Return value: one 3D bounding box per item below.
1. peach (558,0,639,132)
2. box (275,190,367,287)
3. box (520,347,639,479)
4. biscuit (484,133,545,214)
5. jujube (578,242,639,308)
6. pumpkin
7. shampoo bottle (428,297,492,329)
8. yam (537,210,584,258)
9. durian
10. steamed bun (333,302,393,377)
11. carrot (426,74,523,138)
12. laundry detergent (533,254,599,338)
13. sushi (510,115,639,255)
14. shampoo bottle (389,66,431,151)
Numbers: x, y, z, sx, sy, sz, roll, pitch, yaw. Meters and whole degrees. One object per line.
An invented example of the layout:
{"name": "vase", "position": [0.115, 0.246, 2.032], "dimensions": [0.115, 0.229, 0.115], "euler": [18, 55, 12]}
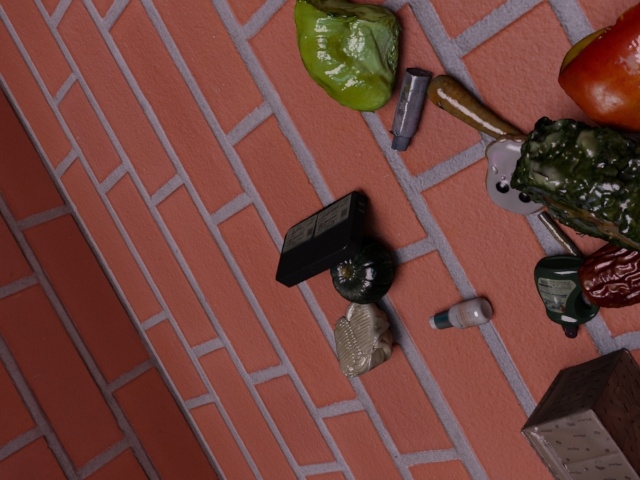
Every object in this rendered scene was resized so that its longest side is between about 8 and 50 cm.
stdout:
{"name": "peach", "position": [0.639, -0.333, 1.109], "dimensions": [0.380, 0.306, 0.242], "euler": [-30, 83, 40]}
{"name": "box", "position": [0.000, 0.000, 1.884], "dimensions": [0.058, 0.211, 0.350], "euler": [31, 143, -27]}
{"name": "box", "position": [0.654, 0.431, 1.459], "dimensions": [0.225, 0.297, 0.190], "euler": [55, 134, 5]}
{"name": "biscuit", "position": [0.472, -0.146, 1.481], "dimensions": [0.181, 0.049, 0.208], "euler": [16, 130, 28]}
{"name": "jujube", "position": [0.672, 0.056, 1.342], "dimensions": [0.230, 0.155, 0.155], "euler": [-29, 90, 29]}
{"name": "pumpkin", "position": [0.118, 0.087, 1.850], "dimensions": [0.212, 0.152, 0.211], "euler": [14, 114, 33]}
{"name": "shampoo bottle", "position": [0.381, 0.211, 1.741], "dimensions": [0.192, 0.074, 0.074], "euler": [-23, 95, 45]}
{"name": "yam", "position": [0.602, 0.023, 1.494], "dimensions": [0.234, 0.027, 0.029], "euler": [50, 153, 10]}
{"name": "durian", "position": [0.068, -0.483, 1.585], "dimensions": [0.256, 0.204, 0.339], "euler": [8, 117, 25]}
{"name": "steamed bun", "position": [0.150, 0.301, 1.941], "dimensions": [0.211, 0.144, 0.218], "euler": [-46, 48, 35]}
{"name": "carrot", "position": [0.384, -0.296, 1.501], "dimensions": [0.298, 0.078, 0.078], "euler": [38, 131, 15]}
{"name": "laundry detergent", "position": [0.601, 0.144, 1.509], "dimensions": [0.144, 0.078, 0.221], "euler": [-2, 119, 41]}
{"name": "sushi", "position": [0.552, -0.110, 1.240], "dimensions": [0.178, 0.294, 0.352], "euler": [-60, 30, 4]}
{"name": "shampoo bottle", "position": [0.225, -0.332, 1.614], "dimensions": [0.072, 0.072, 0.214], "euler": [30, 127, 27]}
